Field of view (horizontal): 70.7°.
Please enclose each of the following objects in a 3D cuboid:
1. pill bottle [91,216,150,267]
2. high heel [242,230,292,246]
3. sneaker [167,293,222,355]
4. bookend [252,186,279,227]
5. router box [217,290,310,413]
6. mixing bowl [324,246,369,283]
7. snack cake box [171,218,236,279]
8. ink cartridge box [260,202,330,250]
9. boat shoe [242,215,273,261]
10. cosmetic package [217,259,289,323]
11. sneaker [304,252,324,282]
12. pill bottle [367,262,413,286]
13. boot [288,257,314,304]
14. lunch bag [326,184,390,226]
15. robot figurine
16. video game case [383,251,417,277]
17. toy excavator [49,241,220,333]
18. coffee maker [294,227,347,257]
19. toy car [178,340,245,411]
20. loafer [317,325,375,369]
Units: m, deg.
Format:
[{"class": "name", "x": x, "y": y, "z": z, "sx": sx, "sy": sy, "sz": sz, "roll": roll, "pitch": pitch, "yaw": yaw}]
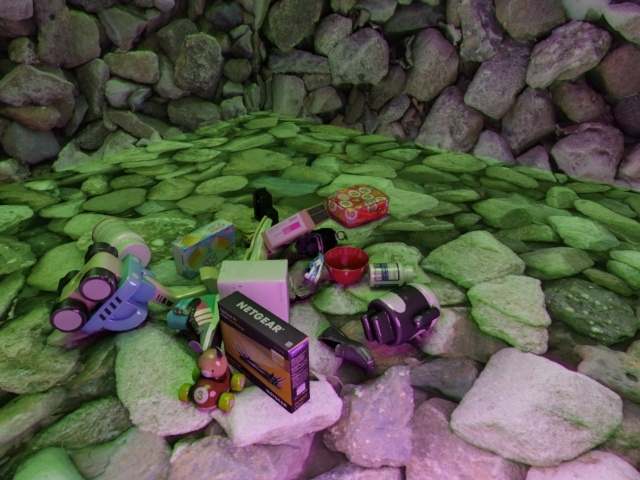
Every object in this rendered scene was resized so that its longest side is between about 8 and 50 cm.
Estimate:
[{"class": "pill bottle", "x": -0.843, "y": 0.018, "z": 1.912, "sx": 0.161, "sy": 0.160, "sz": 0.283, "roll": -24, "pitch": 38, "yaw": -35}, {"class": "high heel", "x": -0.222, "y": -0.041, "z": 2.066, "sx": 0.186, "sy": 0.093, "sz": 0.261, "roll": 29, "pitch": 50, "yaw": 31}, {"class": "sneaker", "x": -0.419, "y": 0.283, "z": 1.490, "sx": 0.179, "sy": 0.123, "sz": 0.295, "roll": -2, "pitch": 30, "yaw": -3}, {"class": "bookend", "x": -0.266, "y": -0.158, "z": 2.212, "sx": 0.073, "sy": 0.156, "sz": 0.157, "roll": -17, "pitch": 35, "yaw": -26}, {"class": "router box", "x": -0.166, "y": 0.318, "z": 1.312, "sx": 0.309, "sy": 0.242, "sz": 0.081, "roll": 24, "pitch": 38, "yaw": 36}, {"class": "mixing bowl", "x": 0.103, "y": 0.111, "z": 1.804, "sx": 0.182, "sy": 0.098, "sz": 0.181, "roll": -1, "pitch": 29, "yaw": 0}, {"class": "snack cake box", "x": -0.484, "y": 0.031, "z": 1.896, "sx": 0.089, "sy": 0.152, "sz": 0.264, "roll": 21, "pitch": 37, "yaw": 31}, {"class": "ink cartridge box", "x": -0.100, "y": -0.060, "z": 1.859, "sx": 0.235, "sy": 0.088, "sz": 0.193, "roll": -26, "pitch": 2, "yaw": 24}, {"class": "boat shoe", "x": -0.249, "y": 0.031, "z": 1.906, "sx": 0.104, "sy": 0.113, "sz": 0.302, "roll": 21, "pitch": 55, "yaw": -6}, {"class": "cosmetic package", "x": -0.220, "y": 0.193, "z": 1.542, "sx": 0.225, "sy": 0.223, "sz": 0.138, "roll": -2, "pitch": 30, "yaw": -2}, {"class": "sneaker", "x": -0.023, "y": 0.098, "z": 1.751, "sx": 0.059, "sy": 0.053, "sz": 0.144, "roll": 18, "pitch": 46, "yaw": -2}, {"class": "pill bottle", "x": 0.274, "y": 0.134, "z": 1.767, "sx": 0.170, "sy": 0.094, "sz": 0.094, "roll": -1, "pitch": 30, "yaw": -2}, {"class": "boot", "x": -0.076, "y": 0.168, "z": 1.752, "sx": 0.247, "sy": 0.083, "sz": 0.161, "roll": -20, "pitch": 48, "yaw": -32}, {"class": "lunch bag", "x": 0.201, "y": -0.176, "z": 2.273, "sx": 0.293, "sy": 0.120, "sz": 0.258, "roll": -19, "pitch": 36, "yaw": -29}, {"class": "robot figurine", "x": 0.270, "y": 0.248, "z": 1.501, "sx": 0.278, "sy": 0.173, "sz": 0.209, "roll": -20, "pitch": 46, "yaw": -30}, {"class": "video game case", "x": 0.335, "y": 0.101, "z": 1.896, "sx": 0.143, "sy": 0.019, "sz": 0.157, "roll": 6, "pitch": 31, "yaw": 10}, {"class": "toy excavator", "x": -0.624, "y": 0.187, "z": 1.594, "sx": 0.433, "sy": 0.445, "sz": 0.222, "roll": -44, "pitch": 36, "yaw": 7}, {"class": "coffee maker", "x": 0.000, "y": 0.000, "z": 1.892, "sx": 0.171, "sy": 0.120, "sz": 0.178, "roll": -29, "pitch": 0, "yaw": 21}, {"class": "toy car", "x": -0.314, "y": 0.368, "z": 1.279, "sx": 0.155, "sy": 0.188, "sz": 0.149, "roll": 8, "pitch": 31, "yaw": 14}, {"class": "loafer", "x": 0.080, "y": 0.348, "z": 1.429, "sx": 0.078, "sy": 0.076, "sz": 0.223, "roll": -28, "pitch": 35, "yaw": -31}]
